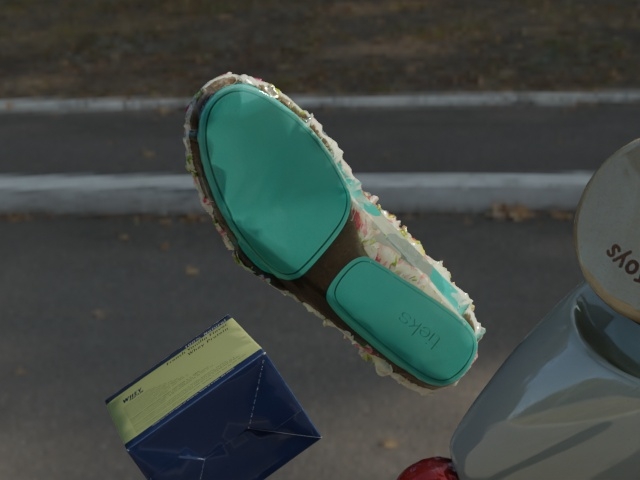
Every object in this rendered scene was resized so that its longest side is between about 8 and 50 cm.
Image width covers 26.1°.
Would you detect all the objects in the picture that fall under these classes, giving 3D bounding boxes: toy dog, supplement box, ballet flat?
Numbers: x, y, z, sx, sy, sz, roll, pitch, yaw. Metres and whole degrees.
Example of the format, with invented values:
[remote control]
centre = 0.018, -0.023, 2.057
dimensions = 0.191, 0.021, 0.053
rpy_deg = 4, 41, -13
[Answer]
[toy dog]
centre = 0.127, 0.119, 0.614
dimensions = 0.220, 0.334, 0.161
rpy_deg = 3, 37, -42
[supplement box]
centre = -0.057, 0.091, 0.708
dimensions = 0.083, 0.056, 0.083
rpy_deg = -35, 18, -8
[ballet flat]
centre = 0.000, 0.000, 0.802
dimensions = 0.091, 0.241, 0.077
rpy_deg = -42, 22, -4
